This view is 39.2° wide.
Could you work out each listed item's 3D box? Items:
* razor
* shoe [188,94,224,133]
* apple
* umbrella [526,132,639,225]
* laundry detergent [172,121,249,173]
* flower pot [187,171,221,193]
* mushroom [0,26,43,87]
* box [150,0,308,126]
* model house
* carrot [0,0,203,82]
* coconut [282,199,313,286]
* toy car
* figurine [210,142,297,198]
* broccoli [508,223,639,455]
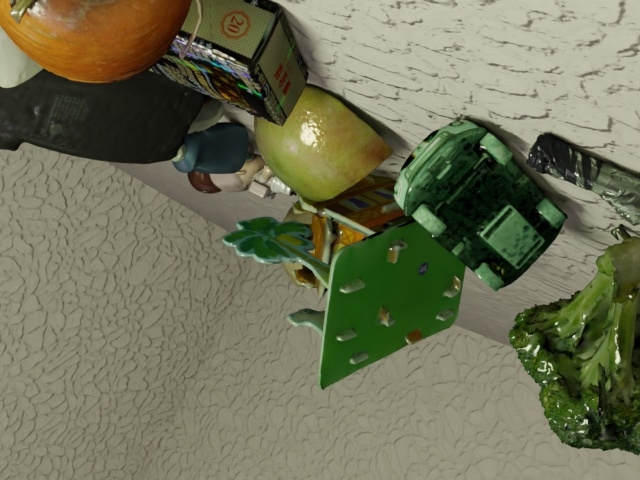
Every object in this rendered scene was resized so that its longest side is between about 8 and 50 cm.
[{"bbox_3d":[-0.341,-0.206,1.338,0.327,0.189,0.107,4,-139,-36],"label":"razor"},{"bbox_3d":[-0.273,-0.257,1.508,0.228,0.125,0.099,4,-147,-6],"label":"shoe"},{"bbox_3d":[-0.030,-0.143,1.306,0.193,0.120,0.265,38,167,-19],"label":"apple"},{"bbox_3d":[0.309,-0.057,0.961,0.188,0.050,0.046,25,-165,4],"label":"umbrella"},{"bbox_3d":[-0.206,-0.163,1.599,0.061,0.096,0.206,18,-166,25],"label":"laundry detergent"},{"bbox_3d":[-0.246,-0.171,1.991,0.111,0.111,0.089,25,159,11],"label":"flower pot"},{"bbox_3d":[-0.406,-0.331,1.018,0.126,0.177,0.397,8,167,11],"label":"mushroom"},{"bbox_3d":[-0.180,-0.258,1.086,0.310,0.084,0.198,25,173,12],"label":"box"},{"bbox_3d":[0.016,0.033,1.424,0.313,0.242,0.358,25,-147,38],"label":"model house"},{"bbox_3d":[-0.197,-0.242,0.776,0.214,0.193,0.331,63,167,0],"label":"carrot"},{"bbox_3d":[0.000,0.000,1.935,0.224,0.224,0.224,26,173,3],"label":"coconut"},{"bbox_3d":[0.190,-0.051,1.128,0.306,0.136,0.125,34,-169,-45],"label":"toy car"},{"bbox_3d":[-0.144,-0.138,1.766,0.229,0.111,0.137,23,-165,14],"label":"figurine"},{"bbox_3d":[0.413,0.125,1.175,0.304,0.321,0.283,42,152,49],"label":"broccoli"}]
